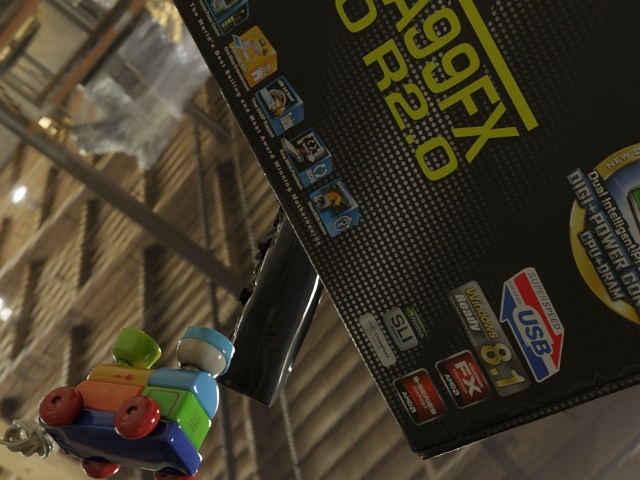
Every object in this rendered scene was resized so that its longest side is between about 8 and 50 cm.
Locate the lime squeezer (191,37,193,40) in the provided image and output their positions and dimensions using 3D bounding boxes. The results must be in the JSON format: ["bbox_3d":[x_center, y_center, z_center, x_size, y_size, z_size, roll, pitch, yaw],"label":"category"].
[{"bbox_3d":[-0.154,-0.420,1.419,0.110,0.058,0.311,-26,133,-76],"label":"lime squeezer"}]

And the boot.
[{"bbox_3d":[-0.001,0.000,1.677,0.367,0.146,0.445,-23,133,-68],"label":"boot"}]

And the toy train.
[{"bbox_3d":[-0.208,0.144,1.046,0.248,0.105,0.143,2,-133,29],"label":"toy train"}]

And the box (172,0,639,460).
[{"bbox_3d":[0.076,-0.056,0.498,0.216,0.270,0.060,-28,180,36],"label":"box"}]
